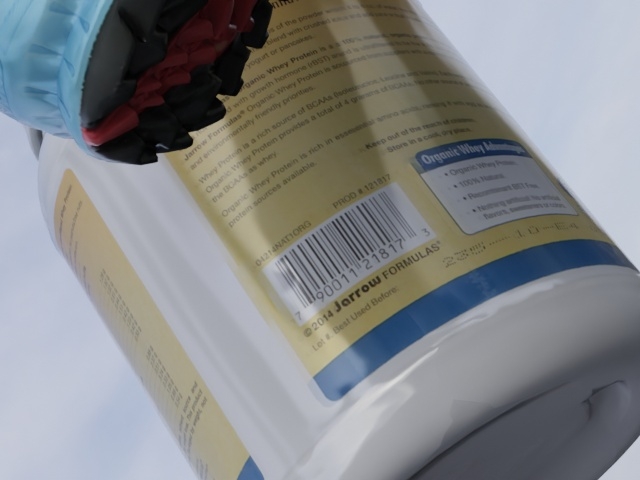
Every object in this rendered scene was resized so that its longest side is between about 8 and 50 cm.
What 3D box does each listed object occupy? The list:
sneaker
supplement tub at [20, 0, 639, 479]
[{"bbox_3d":[-0.037,-0.146,0.393,0.104,0.125,0.262,100,-165,-57],"label":"sneaker"},{"bbox_3d":[0.000,0.000,0.517,0.144,0.199,0.144,-27,-28,-16],"label":"supplement tub"}]
